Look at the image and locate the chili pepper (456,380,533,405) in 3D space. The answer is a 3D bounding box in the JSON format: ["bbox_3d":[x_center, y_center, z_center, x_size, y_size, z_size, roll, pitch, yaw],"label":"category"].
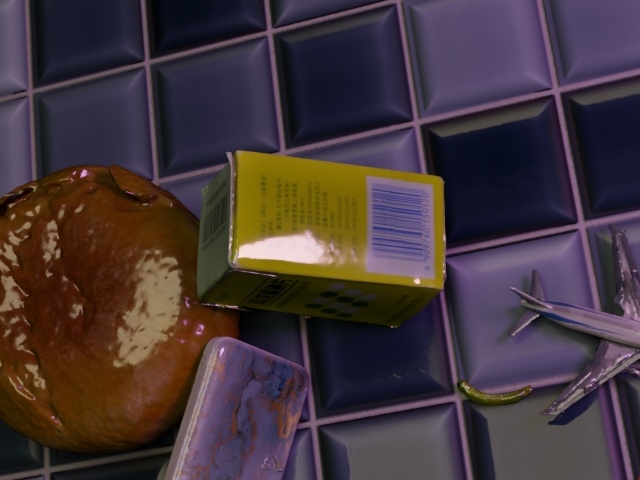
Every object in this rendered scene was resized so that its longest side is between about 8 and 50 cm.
[{"bbox_3d":[0.187,0.164,1.475,0.083,0.017,0.030,8,74,21],"label":"chili pepper"}]

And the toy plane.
[{"bbox_3d":[0.309,0.092,1.439,0.226,0.058,0.226,18,75,19],"label":"toy plane"}]

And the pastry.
[{"bbox_3d":[-0.259,0.076,1.569,0.355,0.164,0.356,-4,73,13],"label":"pastry"}]

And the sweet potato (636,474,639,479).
[{"bbox_3d":[0.418,0.249,1.336,0.251,0.097,0.097,-13,69,9],"label":"sweet potato"}]

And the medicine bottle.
[{"bbox_3d":[0.000,0.000,1.463,0.250,0.137,0.141,8,72,-18],"label":"medicine bottle"}]

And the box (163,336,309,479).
[{"bbox_3d":[-0.103,0.256,1.477,0.044,0.142,0.285,0,70,53],"label":"box"}]
